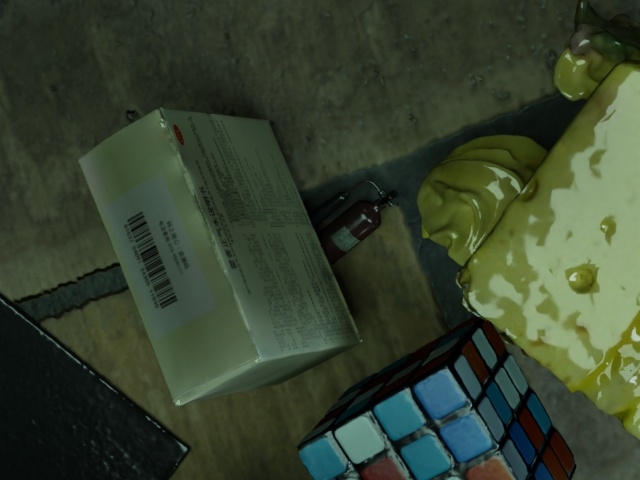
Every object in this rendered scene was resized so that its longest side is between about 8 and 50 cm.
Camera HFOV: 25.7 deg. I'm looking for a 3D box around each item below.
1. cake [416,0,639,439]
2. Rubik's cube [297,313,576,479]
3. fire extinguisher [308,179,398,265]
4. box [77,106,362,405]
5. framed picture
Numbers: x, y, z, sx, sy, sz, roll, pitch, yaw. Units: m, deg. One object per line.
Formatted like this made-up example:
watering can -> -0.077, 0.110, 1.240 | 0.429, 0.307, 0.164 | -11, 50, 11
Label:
cake -> 0.227, -0.015, 1.015 | 0.286, 0.222, 0.227 | 39, 108, 7
Rubik's cube -> 0.098, 0.173, 1.130 | 0.151, 0.155, 0.154 | -32, 90, 20
fire extinguisher -> 0.000, 0.000, 1.192 | 0.173, 0.035, 0.049 | -39, 51, 20
box -> -0.078, 0.011, 1.114 | 0.095, 0.168, 0.212 | -28, 77, 24
framed picture -> -0.321, 0.184, 1.336 | 0.339, 0.014, 0.255 | 38, 109, 6
